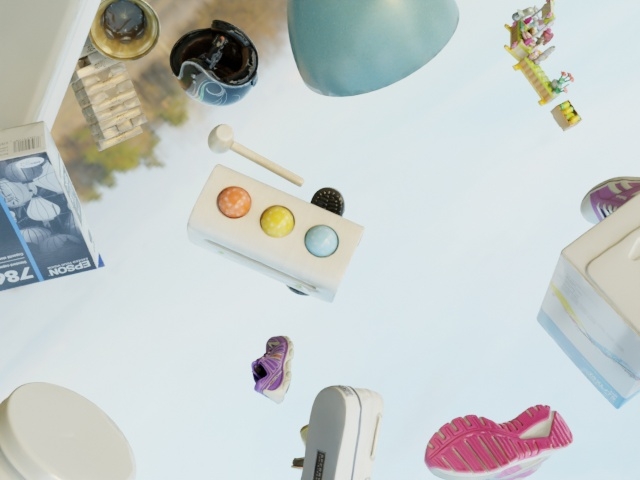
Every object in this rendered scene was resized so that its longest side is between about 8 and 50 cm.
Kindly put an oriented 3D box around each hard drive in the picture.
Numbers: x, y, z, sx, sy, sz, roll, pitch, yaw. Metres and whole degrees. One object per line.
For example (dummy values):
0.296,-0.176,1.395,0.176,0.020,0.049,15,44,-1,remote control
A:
-0.452,-0.311,1.703,0.047,0.233,0.353,11,107,-53,hard drive

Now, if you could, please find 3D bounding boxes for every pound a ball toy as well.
-0.080,-0.060,1.876,0.136,0.319,0.208,106,9,-71,pound a ball toy

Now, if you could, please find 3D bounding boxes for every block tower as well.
-0.426,-0.339,2.048,0.091,0.335,0.097,-26,-169,-21,block tower

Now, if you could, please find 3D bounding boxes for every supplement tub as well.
-0.353,0.312,1.255,0.272,0.191,0.191,-49,-172,16,supplement tub

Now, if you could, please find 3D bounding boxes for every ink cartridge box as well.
-0.416,-0.021,1.561,0.165,0.333,0.065,-14,-126,-2,ink cartridge box
0.471,0.084,1.651,0.198,0.197,0.270,-34,158,-12,ink cartridge box

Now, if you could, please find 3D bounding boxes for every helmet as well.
-0.209,-0.344,2.197,0.169,0.169,0.161,-47,-166,-23,helmet

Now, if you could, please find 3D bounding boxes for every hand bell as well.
-0.359,-0.436,2.027,0.126,0.126,0.242,-39,-147,17,hand bell

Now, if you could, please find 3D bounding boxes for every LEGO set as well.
0.428,-0.348,2.072,0.107,0.132,0.287,-39,-133,33,LEGO set

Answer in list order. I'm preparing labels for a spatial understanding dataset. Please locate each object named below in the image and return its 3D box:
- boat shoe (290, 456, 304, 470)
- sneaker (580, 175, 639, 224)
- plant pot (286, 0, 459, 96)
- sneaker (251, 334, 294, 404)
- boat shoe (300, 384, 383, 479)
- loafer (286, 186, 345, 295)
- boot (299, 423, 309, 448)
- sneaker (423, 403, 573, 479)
0.013,0.343,1.763,0.137,0.043,0.049,-12,162,33,boat shoe
0.628,-0.055,2.301,0.161,0.102,0.282,-47,-161,-32,sneaker
0.059,-0.403,1.831,0.290,0.195,0.290,-18,-141,16,plant pot
-0.089,0.218,1.981,0.170,0.071,0.068,-92,-153,-64,sneaker
0.025,0.300,1.318,0.095,0.084,0.258,23,-78,51,boat shoe
0.000,0.000,2.008,0.078,0.080,0.220,-53,167,-66,loafer
0.023,0.503,2.330,0.077,0.213,0.165,-22,-142,5,boot
0.264,0.332,1.706,0.103,0.252,0.111,65,-34,37,sneaker
